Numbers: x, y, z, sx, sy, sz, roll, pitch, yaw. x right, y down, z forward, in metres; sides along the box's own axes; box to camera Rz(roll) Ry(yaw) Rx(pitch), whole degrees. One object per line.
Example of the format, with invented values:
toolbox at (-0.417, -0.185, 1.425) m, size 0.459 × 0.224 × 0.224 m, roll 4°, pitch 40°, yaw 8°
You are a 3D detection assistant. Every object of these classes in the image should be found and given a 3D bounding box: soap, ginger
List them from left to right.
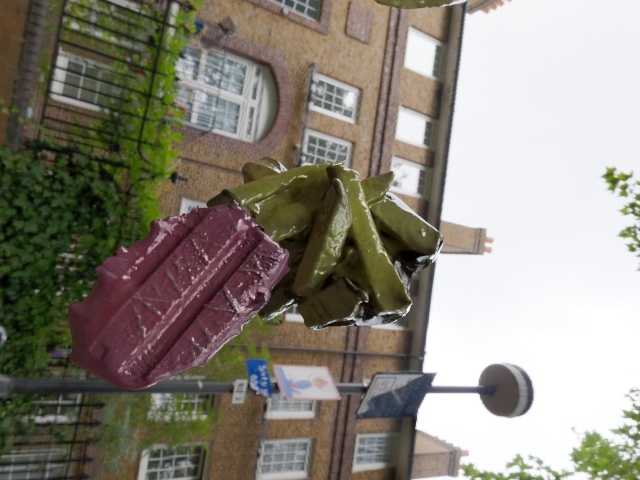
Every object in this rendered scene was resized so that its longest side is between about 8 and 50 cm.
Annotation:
soap at (-0.214, 0.086, 0.751) m, size 0.324 × 0.220 × 0.127 m, roll -49°, pitch 177°, yaw -22°
ginger at (0.000, 0.000, 0.918) m, size 0.414 × 0.211 × 0.358 m, roll 18°, pitch -99°, yaw 18°

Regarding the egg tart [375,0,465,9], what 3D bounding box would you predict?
egg tart at (0.046, -0.281, 0.315) m, size 0.290 × 0.290 × 0.115 m, roll -32°, pitch -152°, yaw 52°
